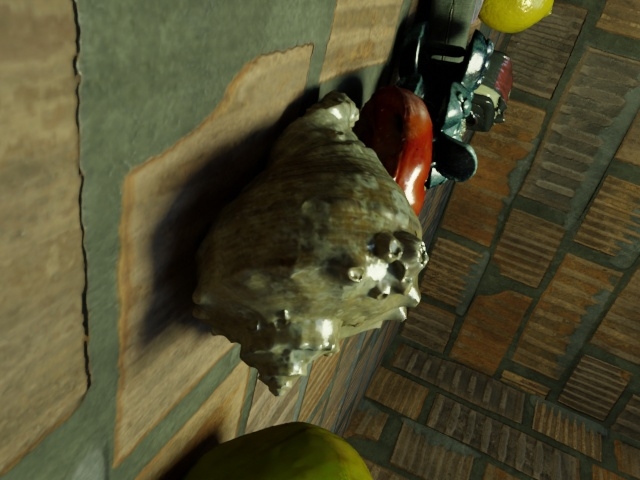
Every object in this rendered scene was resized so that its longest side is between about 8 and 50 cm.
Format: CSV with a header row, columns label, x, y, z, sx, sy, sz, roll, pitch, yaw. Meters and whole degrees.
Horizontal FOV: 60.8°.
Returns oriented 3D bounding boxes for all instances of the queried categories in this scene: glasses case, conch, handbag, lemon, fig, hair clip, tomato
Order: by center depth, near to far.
label,x,y,z,sx,sy,sz,roll,pitch,yaw
conch,0.015,0.009,0.601,0.352,0.209,0.297,-58,171,-27
fig,-0.072,0.410,0.684,0.343,0.343,0.343,-59,163,-30
tomato,0.102,-0.098,0.782,0.228,0.101,0.228,-164,-90,-75
hair clip,0.187,-0.214,0.962,0.310,0.194,0.207,86,18,-55
glasses case,0.233,-0.402,0.977,0.323,0.074,0.131,82,19,-62
lemon,0.464,-0.592,1.312,0.179,0.203,0.178,-61,-179,1
handbag,0.462,-0.424,1.591,0.182,0.181,0.254,-69,163,-4

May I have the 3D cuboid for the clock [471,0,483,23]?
label,x,y,z,sx,sy,sz,roll,pitch,yaw
clock,0.333,-0.556,1.186,0.110,0.050,0.153,-61,164,-25

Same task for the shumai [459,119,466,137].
label,x,y,z,sx,sy,sz,roll,pitch,yaw
shumai,0.362,-0.330,1.561,0.087,0.098,0.124,-75,180,-57
